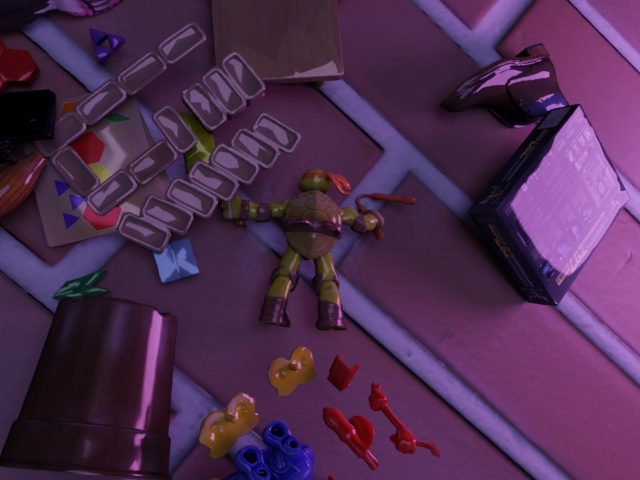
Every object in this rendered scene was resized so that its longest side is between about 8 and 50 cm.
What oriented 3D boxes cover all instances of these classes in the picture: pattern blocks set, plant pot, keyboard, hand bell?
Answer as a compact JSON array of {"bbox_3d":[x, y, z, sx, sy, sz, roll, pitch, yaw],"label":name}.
[{"bbox_3d":[-0.266,-0.093,0.719,0.285,0.026,0.325,-6,82,-15],"label":"pattern blocks set"},{"bbox_3d":[-0.222,0.151,0.623,0.166,0.167,0.165,11,68,-16],"label":"plant pot"},{"bbox_3d":[-0.386,-0.113,0.667,0.192,0.038,0.100,-6,58,-4],"label":"keyboard"},{"bbox_3d":[-0.371,-0.001,0.628,0.126,0.126,0.242,38,64,-8],"label":"hand bell"}]

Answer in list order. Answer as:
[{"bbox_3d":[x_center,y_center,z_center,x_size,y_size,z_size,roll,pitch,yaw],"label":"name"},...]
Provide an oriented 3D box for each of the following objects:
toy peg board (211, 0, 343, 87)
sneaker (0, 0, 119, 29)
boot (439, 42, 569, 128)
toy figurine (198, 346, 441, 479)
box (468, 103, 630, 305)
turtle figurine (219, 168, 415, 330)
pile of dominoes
[{"bbox_3d":[-0.059,-0.274,0.816,0.160,0.079,0.161,-4,80,-4],"label":"toy peg board"},{"bbox_3d":[-0.325,-0.316,0.730,0.178,0.072,0.077,-23,70,-29],"label":"sneaker"},{"bbox_3d":[0.280,-0.211,0.903,0.219,0.082,0.106,-29,86,-23],"label":"boot"},{"bbox_3d":[-0.069,0.299,0.604,0.191,0.217,0.362,37,43,19],"label":"toy figurine"},{"bbox_3d":[0.334,-0.051,0.875,0.233,0.059,0.183,-48,113,-20],"label":"box"},{"bbox_3d":[0.000,0.000,0.761,0.269,0.087,0.217,8,77,-17],"label":"turtle figurine"},{"bbox_3d":[-0.172,-0.117,0.724,0.251,0.040,0.196,-40,93,-8],"label":"pile of dominoes"}]
